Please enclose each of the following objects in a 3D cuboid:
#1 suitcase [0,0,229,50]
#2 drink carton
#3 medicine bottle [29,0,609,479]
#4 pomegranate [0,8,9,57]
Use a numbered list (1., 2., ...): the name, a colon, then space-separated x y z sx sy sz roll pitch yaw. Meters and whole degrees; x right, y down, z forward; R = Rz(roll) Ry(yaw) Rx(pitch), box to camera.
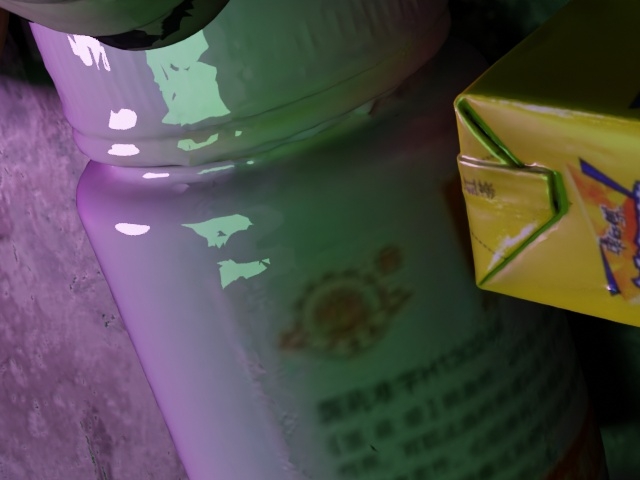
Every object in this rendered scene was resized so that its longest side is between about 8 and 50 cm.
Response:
1. suitcase: -0.063 -0.244 0.605 0.339 0.351 0.194 29 175 24
2. drink carton: 0.243 -0.020 0.640 0.351 0.154 0.111 14 128 33
3. medicine bottle: 0.000 0.000 0.816 0.219 0.219 0.388 -1 118 41
4. pomegranate: -0.352 -0.161 0.946 0.338 0.338 0.338 22 132 27
